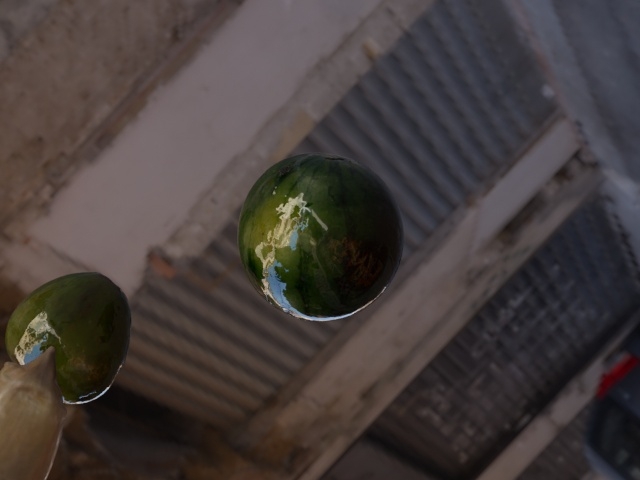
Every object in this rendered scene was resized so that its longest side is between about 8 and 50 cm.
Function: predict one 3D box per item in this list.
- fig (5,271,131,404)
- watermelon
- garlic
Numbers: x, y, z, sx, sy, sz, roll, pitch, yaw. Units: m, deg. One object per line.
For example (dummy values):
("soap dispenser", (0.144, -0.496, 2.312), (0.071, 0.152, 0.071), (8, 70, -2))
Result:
("fig", (-0.363, 0.137, 2.028), (0.181, 0.191, 0.181), (32, 173, 4))
("watermelon", (0.000, -0.005, 1.960), (0.242, 0.242, 0.242), (43, 180, 0))
("garlic", (-0.450, 0.228, 1.595), (0.286, 0.249, 0.313), (57, 142, -3))
